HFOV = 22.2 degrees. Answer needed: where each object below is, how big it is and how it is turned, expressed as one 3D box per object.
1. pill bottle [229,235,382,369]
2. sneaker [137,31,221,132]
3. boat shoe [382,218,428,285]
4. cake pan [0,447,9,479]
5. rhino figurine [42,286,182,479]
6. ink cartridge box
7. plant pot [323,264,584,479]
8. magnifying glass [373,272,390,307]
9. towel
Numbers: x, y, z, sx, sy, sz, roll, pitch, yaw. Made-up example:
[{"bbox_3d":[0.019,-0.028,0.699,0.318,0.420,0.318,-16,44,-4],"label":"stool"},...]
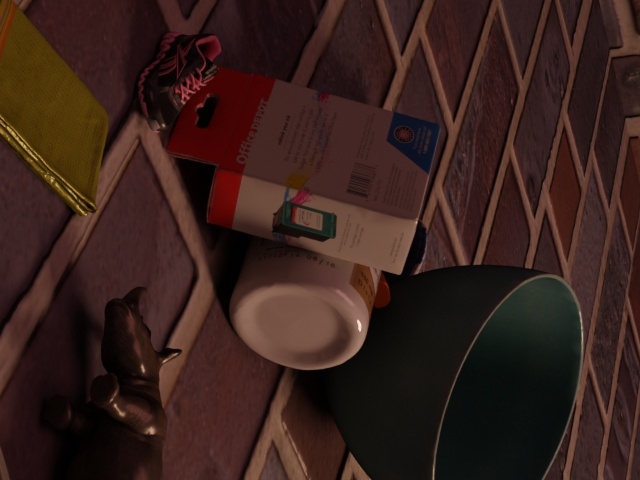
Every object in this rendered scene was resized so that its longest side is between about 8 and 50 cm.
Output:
[{"bbox_3d":[0.000,0.000,1.574,0.229,0.131,0.131,-74,150,-43],"label":"pill bottle"},{"bbox_3d":[-0.118,-0.141,1.409,0.047,0.057,0.119,67,28,-42],"label":"sneaker"},{"bbox_3d":[0.086,0.061,1.885,0.066,0.066,0.183,62,41,-54],"label":"boat shoe"},{"bbox_3d":[-0.273,0.197,0.940,0.293,0.054,0.293,-5,90,-68],"label":"cake pan"},{"bbox_3d":[-0.155,0.143,1.230,0.106,0.073,0.243,49,39,-50],"label":"rhino figurine"},{"bbox_3d":[-0.018,-0.068,1.487,0.078,0.231,0.134,104,2,-46],"label":"ink cartridge box"},{"bbox_3d":[0.120,0.148,1.708,0.290,0.195,0.290,-29,127,-45],"label":"plant pot"},{"bbox_3d":[0.044,0.018,1.706,0.231,0.026,0.092,-115,-166,-71],"label":"magnifying glass"},{"bbox_3d":[-0.217,-0.117,1.201,0.237,0.021,0.102,54,38,-53],"label":"towel"}]
